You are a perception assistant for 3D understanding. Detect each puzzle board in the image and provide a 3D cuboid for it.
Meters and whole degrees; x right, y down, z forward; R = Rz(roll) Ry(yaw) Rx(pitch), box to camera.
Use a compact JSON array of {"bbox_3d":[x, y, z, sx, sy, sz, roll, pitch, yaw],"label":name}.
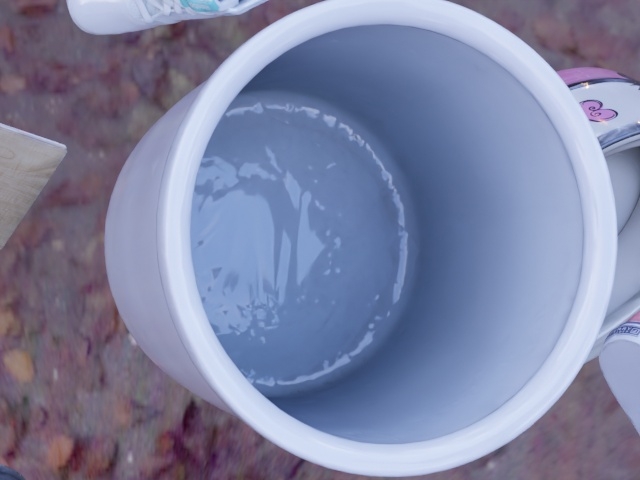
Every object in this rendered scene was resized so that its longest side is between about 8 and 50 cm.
[{"bbox_3d":[-0.245,-0.046,0.987,0.128,0.096,0.011,19,33,-35],"label":"puzzle board"}]

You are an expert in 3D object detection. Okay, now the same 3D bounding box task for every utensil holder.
[{"bbox_3d":[0.000,0.000,1.192,0.327,0.385,0.328,0,88,-17],"label":"utensil holder"}]

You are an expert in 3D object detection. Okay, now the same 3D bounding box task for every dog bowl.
[{"bbox_3d":[0.264,-0.019,1.696,0.408,0.408,0.150,-25,55,-15],"label":"dog bowl"}]

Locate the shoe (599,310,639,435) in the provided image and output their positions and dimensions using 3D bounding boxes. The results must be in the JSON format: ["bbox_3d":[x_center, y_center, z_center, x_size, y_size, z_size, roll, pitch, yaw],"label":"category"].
[{"bbox_3d":[0.232,0.111,0.881,0.081,0.063,0.178,-35,102,-35],"label":"shoe"}]

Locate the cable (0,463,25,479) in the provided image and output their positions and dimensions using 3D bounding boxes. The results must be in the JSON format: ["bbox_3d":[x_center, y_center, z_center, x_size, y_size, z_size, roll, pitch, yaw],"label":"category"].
[{"bbox_3d":[-0.271,0.257,1.385,0.139,0.287,0.072,-12,54,21],"label":"cable"}]

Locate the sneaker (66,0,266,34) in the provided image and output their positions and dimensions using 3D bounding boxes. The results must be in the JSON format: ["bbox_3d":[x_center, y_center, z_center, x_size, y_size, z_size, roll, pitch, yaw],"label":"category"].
[{"bbox_3d":[-0.101,-0.201,1.177,0.212,0.080,0.094,-16,38,8],"label":"sneaker"}]
